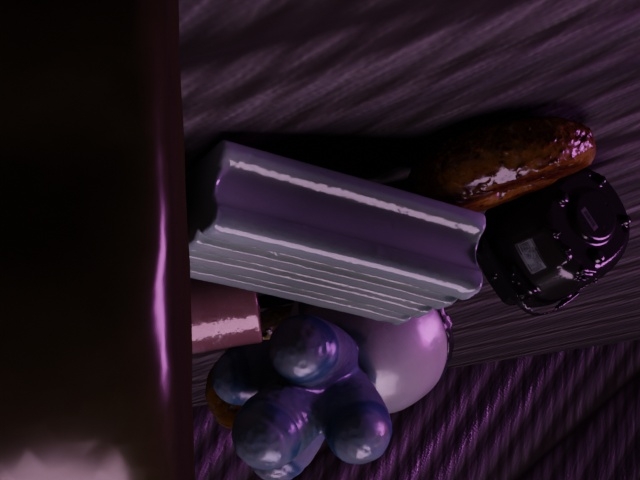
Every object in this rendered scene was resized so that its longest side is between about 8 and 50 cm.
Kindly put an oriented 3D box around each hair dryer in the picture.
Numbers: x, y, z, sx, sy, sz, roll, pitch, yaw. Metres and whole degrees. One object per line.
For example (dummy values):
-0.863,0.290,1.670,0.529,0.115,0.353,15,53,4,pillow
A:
-0.184,0.086,1.288,0.211,0.125,0.352,-8,173,-5,hair dryer

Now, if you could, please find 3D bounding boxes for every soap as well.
0.000,0.000,0.953,0.266,0.087,0.160,14,159,-22,soap

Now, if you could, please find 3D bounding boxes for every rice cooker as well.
0.255,-0.005,1.125,0.203,0.142,0.118,-35,-178,-44,rice cooker

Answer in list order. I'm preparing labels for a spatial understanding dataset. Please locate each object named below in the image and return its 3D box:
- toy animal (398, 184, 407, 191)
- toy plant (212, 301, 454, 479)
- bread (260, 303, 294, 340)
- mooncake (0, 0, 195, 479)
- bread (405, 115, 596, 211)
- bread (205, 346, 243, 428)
0.084,-0.024,1.111,0.182,0.073,0.136,-9,160,7,toy animal
-0.001,0.179,1.286,0.247,0.247,0.332,-22,-169,40,toy plant
0.024,0.139,1.613,0.266,0.141,0.178,-9,132,11,bread
-0.161,0.021,0.490,0.201,0.378,0.378,-3,166,-7,mooncake
0.172,-0.072,1.000,0.193,0.063,0.193,-15,170,-3,bread
-0.076,0.233,1.827,0.196,0.176,0.246,-19,172,31,bread
